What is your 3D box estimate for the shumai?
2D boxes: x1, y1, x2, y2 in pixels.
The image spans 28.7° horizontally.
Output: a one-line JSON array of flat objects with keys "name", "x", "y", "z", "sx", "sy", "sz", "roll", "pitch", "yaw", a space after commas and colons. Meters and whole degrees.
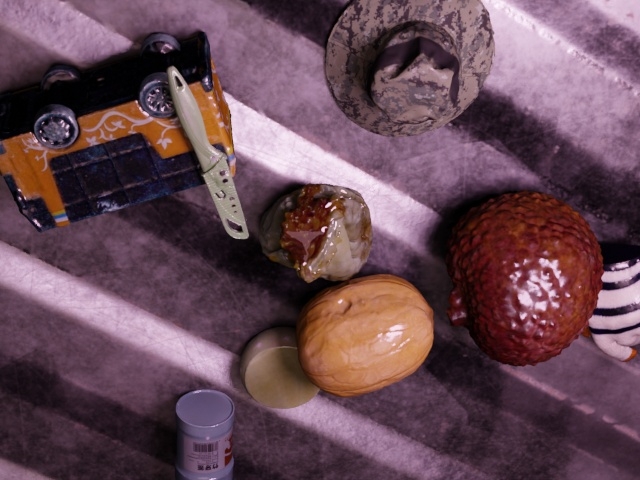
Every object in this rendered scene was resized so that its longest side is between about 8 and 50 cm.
[{"name": "shumai", "x": 0.005, "y": 0.004, "z": 1.891, "sx": 0.184, "sy": 0.142, "sz": 0.184, "roll": 0, "pitch": 121, "yaw": -1}]

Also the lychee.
[{"name": "lychee", "x": 0.308, "y": 0.059, "z": 1.888, "sx": 0.260, "sy": 0.260, "sz": 0.260, "roll": -2, "pitch": 122, "yaw": -3}]

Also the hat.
[{"name": "hat", "x": 0.130, "y": -0.235, "z": 1.760, "sx": 0.265, "sy": 0.128, "sz": 0.265, "roll": 0, "pitch": 124, "yaw": -1}]

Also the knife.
[{"name": "knife", "x": -0.151, "y": -0.114, "z": 1.702, "sx": 0.043, "sy": 0.020, "sz": 0.293, "roll": -18, "pitch": 126, "yaw": 1}]

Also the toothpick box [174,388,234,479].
[{"name": "toothpick box", "x": -0.196, "y": 0.342, "z": 2.113, "sx": 0.101, "sy": 0.101, "sz": 0.153, "roll": 1, "pitch": 122, "yaw": -5}]

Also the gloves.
[{"name": "gloves", "x": 0.482, "y": 0.112, "z": 2.008, "sx": 0.140, "sy": 0.131, "sz": 0.218, "roll": -12, "pitch": 113, "yaw": 6}]

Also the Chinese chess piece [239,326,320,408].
[{"name": "Chinese chess piece", "x": -0.062, "y": 0.210, "z": 2.067, "sx": 0.144, "sy": 0.058, "sz": 0.144, "roll": -2, "pitch": 121, "yaw": -4}]

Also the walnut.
[{"name": "walnut", "x": 0.068, "y": 0.146, "z": 1.954, "sx": 0.226, "sy": 0.193, "sz": 0.193, "roll": -20, "pitch": 122, "yaw": 14}]

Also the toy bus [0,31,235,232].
[{"name": "toy bus", "x": -0.288, "y": -0.151, "z": 1.760, "sx": 0.323, "sy": 0.162, "sz": 0.194, "roll": -17, "pitch": 125, "yaw": 4}]
